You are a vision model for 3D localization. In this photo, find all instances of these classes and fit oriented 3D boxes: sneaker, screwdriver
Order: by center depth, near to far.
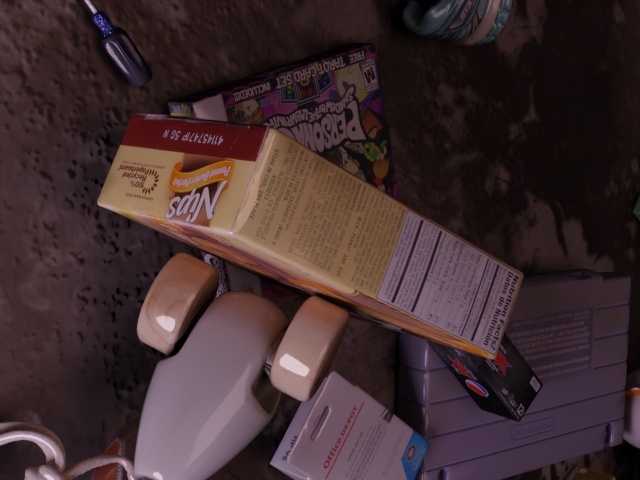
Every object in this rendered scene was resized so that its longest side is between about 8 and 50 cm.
[{"bbox_3d":[-0.188,-0.191,0.847,0.170,0.024,0.025,53,32,-32],"label":"screwdriver"},{"bbox_3d":[0.131,-0.337,1.068,0.122,0.110,0.283,-12,104,-38],"label":"sneaker"}]

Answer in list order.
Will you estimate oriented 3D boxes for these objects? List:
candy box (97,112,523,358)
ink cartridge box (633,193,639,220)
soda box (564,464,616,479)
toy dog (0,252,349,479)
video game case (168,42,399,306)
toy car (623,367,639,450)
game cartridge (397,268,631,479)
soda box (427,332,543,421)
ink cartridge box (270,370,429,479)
[{"bbox_3d":[0.000,0.000,0.879,0.316,0.183,0.087,26,81,-41],"label":"candy box"},{"bbox_3d":[0.576,-0.121,1.451,0.115,0.198,0.273,38,70,-38],"label":"ink cartridge box"},{"bbox_3d":[0.315,0.377,1.368,0.181,0.061,0.058,-45,124,-29],"label":"soda box"},{"bbox_3d":[-0.109,0.169,0.871,0.333,0.220,0.161,-44,163,-10],"label":"toy dog"},{"bbox_3d":[-0.022,-0.059,1.006,0.232,0.042,0.210,-25,114,-39],"label":"video game case"},{"bbox_3d":[0.459,0.241,1.439,0.238,0.210,0.219,22,65,-14],"label":"toy car"},{"bbox_3d":[0.232,0.155,1.252,0.355,0.068,0.230,-4,94,-38],"label":"game cartridge"},{"bbox_3d":[0.164,0.116,1.119,0.053,0.060,0.169,-51,124,-20],"label":"soda box"},{"bbox_3d":[0.022,0.206,1.071,0.180,0.060,0.104,43,68,-38],"label":"ink cartridge box"}]
